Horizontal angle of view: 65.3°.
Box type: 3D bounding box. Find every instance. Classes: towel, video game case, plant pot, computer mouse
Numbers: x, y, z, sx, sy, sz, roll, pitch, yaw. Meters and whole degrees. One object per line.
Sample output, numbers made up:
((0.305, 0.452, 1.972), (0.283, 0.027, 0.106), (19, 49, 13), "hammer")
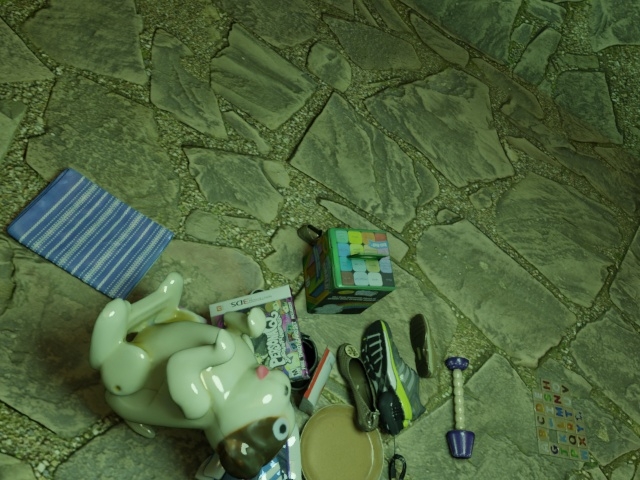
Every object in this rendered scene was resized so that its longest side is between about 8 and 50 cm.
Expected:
((-0.585, -0.022, 1.292), (0.336, 0.040, 0.243), (33, 57, -5), "towel")
((-0.151, 0.243, 1.212), (0.210, 0.042, 0.232), (-14, 69, 2), "video game case")
((0.051, 0.543, 1.281), (0.236, 0.032, 0.236), (10, 61, -19), "plant pot")
((0.182, 0.519, 1.304), (0.041, 0.071, 0.242), (3, 78, -44), "computer mouse")

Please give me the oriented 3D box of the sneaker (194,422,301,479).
((-0.165, 0.569, 1.129), (0.236, 0.130, 0.323), (2, 68, -12), "sneaker")

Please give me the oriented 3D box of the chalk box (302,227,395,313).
((0.084, 0.077, 1.384), (0.180, 0.289, 0.179), (4, 63, -22), "chalk box")

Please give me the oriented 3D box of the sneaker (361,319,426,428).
((0.207, 0.371, 1.409), (0.121, 0.111, 0.300), (0, 69, -40), "sneaker")

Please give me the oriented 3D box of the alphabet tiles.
((0.766, 0.570, 1.598), (0.198, 0.009, 0.237), (16, 59, -16), "alphabet tiles")

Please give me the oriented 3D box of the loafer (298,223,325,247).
((0.000, 0.000, 1.532), (0.148, 0.050, 0.056), (29, 56, -7), "loafer")

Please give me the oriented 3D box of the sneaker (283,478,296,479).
((-0.091, 0.597, 1.009), (0.080, 0.081, 0.211), (27, 58, -1), "sneaker")

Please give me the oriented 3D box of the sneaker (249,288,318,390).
((-0.092, 0.238, 1.308), (0.104, 0.147, 0.296), (-20, 72, -29), "sneaker")

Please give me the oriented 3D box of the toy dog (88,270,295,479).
((-0.245, 0.311, 1.031), (0.407, 0.284, 0.395), (24, 99, 11), "toy dog")

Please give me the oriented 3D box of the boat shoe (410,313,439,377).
((0.321, 0.317, 1.507), (0.072, 0.068, 0.190), (9, 70, -33), "boat shoe")

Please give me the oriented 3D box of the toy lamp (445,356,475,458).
((0.402, 0.481, 1.443), (0.080, 0.080, 0.275), (17, 58, -15), "toy lamp")

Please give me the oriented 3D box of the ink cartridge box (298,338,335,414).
((0.001, 0.349, 1.270), (0.045, 0.179, 0.145), (26, 56, 4), "ink cartridge box")

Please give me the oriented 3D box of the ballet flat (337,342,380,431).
((0.108, 0.387, 1.350), (0.084, 0.058, 0.250), (9, 48, -30), "ballet flat")

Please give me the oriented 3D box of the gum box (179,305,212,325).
((-0.321, 0.248, 1.251), (0.188, 0.062, 0.107), (29, 56, -8), "gum box")
